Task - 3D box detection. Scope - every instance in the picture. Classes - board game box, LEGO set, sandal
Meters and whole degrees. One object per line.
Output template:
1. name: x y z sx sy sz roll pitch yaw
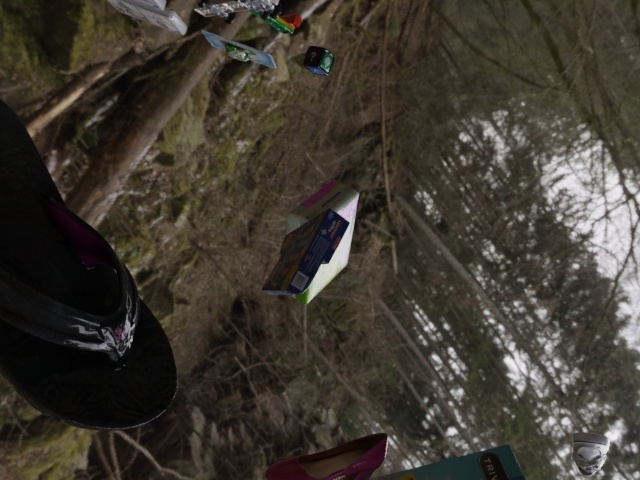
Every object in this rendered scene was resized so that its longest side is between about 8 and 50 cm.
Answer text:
1. board game box: -0.043 0.037 1.104 0.194 0.060 0.194 -61 -162 -17
2. board game box: 0.255 0.564 0.991 0.335 0.079 0.254 -17 -147 4
3. LEGO set: -0.101 -0.222 0.464 0.182 0.244 0.060 -40 151 -87
4. sandal: -0.308 0.022 0.558 0.107 0.446 0.167 -27 -172 46

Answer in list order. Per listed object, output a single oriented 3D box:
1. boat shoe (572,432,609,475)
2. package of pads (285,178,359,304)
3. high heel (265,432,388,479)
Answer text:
1. boat shoe: 0.757 0.604 1.434 0.095 0.258 0.084 -2 -123 27
2. package of pads: 0.000 0.000 1.433 0.229 0.101 0.297 -40 149 -42
3. high heel: 0.019 0.406 0.953 0.117 0.244 0.082 -67 -152 13
